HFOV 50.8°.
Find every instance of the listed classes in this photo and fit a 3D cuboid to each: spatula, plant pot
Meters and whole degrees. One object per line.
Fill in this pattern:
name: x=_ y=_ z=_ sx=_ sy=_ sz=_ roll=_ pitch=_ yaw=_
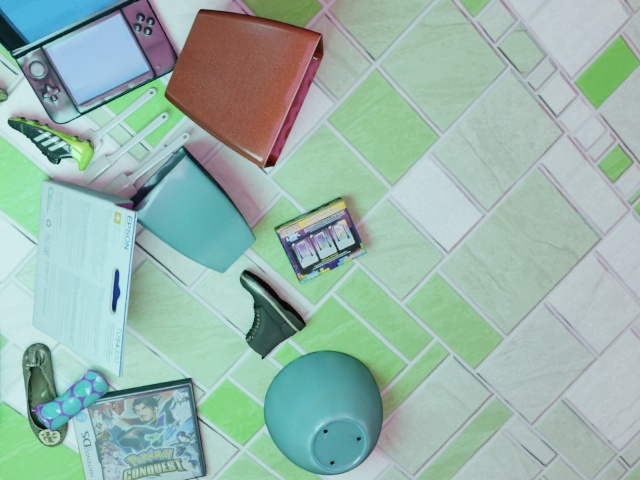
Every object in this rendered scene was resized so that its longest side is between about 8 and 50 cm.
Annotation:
spatula: x=-0.403 y=-0.194 z=1.418 sx=0.242 sy=0.019 sz=0.168 roll=-38 pitch=86 yaw=-2
plant pot: x=0.022 y=0.428 z=1.568 sx=0.291 sy=0.195 sz=0.290 roll=-2 pitch=103 yaw=-10
plant pot: x=-0.258 y=-0.053 z=1.424 sx=0.165 sy=0.166 sz=0.234 roll=-46 pitch=110 yaw=1
plant pot: x=-0.154 y=-0.316 z=1.348 sx=0.236 sy=0.267 sz=0.267 roll=25 pitch=97 yaw=-2

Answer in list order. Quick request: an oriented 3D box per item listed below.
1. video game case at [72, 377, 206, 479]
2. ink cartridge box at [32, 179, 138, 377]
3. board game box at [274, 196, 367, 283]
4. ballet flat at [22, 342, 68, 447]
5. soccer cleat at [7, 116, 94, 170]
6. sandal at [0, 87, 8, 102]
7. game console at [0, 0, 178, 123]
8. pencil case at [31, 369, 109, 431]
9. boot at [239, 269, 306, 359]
video game case: x=-0.420 y=0.462 z=1.570 sx=0.275 sy=0.035 sz=0.248 roll=-8 pitch=104 yaw=-9
ink cartridge box: x=-0.455 y=0.065 z=1.345 sx=0.071 sy=0.330 sz=0.323 roll=-5 pitch=108 yaw=-52
board game box: x=0.000 y=0.000 z=1.544 sx=0.170 sy=0.048 sz=0.141 roll=-25 pitch=104 yaw=-5
ballet flat: x=-0.615 y=0.350 z=1.493 sx=0.084 sy=0.058 sz=0.249 roll=-5 pitch=103 yaw=-10
soccer cleat: x=-0.555 y=-0.198 z=1.374 sx=0.179 sy=0.060 sz=0.072 roll=22 pitch=95 yaw=-9
sandal: x=-0.709 y=-0.309 z=1.324 sx=0.180 sy=0.072 sz=0.048 roll=5 pitch=86 yaw=-14
game console: x=-0.457 y=-0.390 z=1.300 sx=0.293 sy=0.173 sz=0.250 roll=-28 pitch=106 yaw=-4
pencil case: x=-0.544 y=0.347 z=1.474 sx=0.152 sy=0.064 sz=0.070 roll=-38 pitch=107 yaw=-26
boot: x=-0.146 y=0.175 z=1.544 sx=0.137 sy=0.077 sz=0.198 roll=-42 pitch=106 yaw=5
